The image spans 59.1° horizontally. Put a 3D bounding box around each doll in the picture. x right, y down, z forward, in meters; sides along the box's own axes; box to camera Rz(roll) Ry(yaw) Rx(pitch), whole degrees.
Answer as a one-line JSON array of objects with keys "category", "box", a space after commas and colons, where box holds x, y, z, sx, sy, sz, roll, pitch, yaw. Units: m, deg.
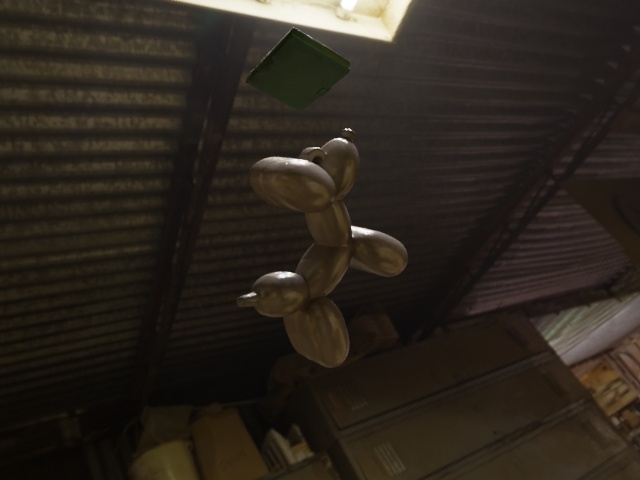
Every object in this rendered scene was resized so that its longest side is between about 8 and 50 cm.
[{"category": "doll", "box": [0.000, 0.000, 0.442, 0.161, 0.059, 0.160, -55, -50, -17]}]

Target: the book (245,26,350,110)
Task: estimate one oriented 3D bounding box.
[{"category": "book", "box": [-0.031, -0.236, 0.798, 0.103, 0.017, 0.135, 23, -26, -27]}]
